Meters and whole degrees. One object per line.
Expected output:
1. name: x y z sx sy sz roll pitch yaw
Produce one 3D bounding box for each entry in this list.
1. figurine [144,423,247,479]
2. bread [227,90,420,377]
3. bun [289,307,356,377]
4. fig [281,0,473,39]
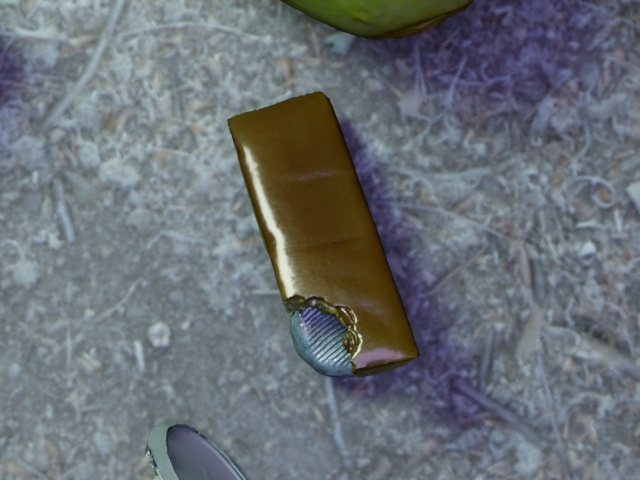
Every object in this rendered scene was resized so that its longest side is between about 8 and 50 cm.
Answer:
1. figurine: -0.133 0.228 1.048 0.153 0.132 0.132 -40 90 11
2. bread: 0.000 0.000 1.054 0.088 0.049 0.226 -15 69 -6
3. bun: 0.014 0.068 1.086 0.083 0.045 0.083 0 90 -4
4. fig: 0.002 -0.294 1.005 0.258 0.258 0.326 -36 100 -3
